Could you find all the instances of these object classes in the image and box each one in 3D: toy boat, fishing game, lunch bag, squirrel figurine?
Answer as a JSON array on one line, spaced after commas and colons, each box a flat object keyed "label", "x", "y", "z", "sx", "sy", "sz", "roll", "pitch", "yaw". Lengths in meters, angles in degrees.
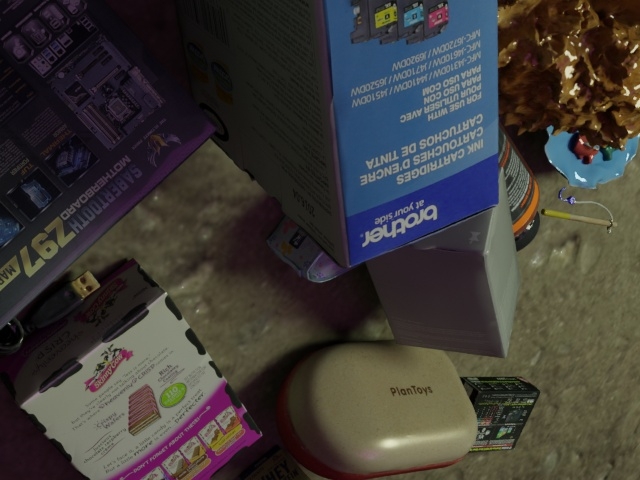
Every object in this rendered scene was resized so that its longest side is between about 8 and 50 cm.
[{"label": "toy boat", "x": 0.047, "y": 0.199, "z": 1.239, "sx": 0.231, "sy": 0.151, "sz": 0.151, "roll": 2, "pitch": 144, "yaw": -39}, {"label": "fishing game", "x": 0.312, "y": -0.145, "z": 1.239, "sx": 0.189, "sy": 0.041, "sz": 0.264, "roll": 13, "pitch": 92, "yaw": -42}, {"label": "lunch bag", "x": 0.000, "y": 0.000, "z": 1.100, "sx": 0.083, "sy": 0.071, "sz": 0.053, "roll": -27, "pitch": 131, "yaw": -22}, {"label": "squirrel figurine", "x": 0.180, "y": -0.266, "z": 0.943, "sx": 0.370, "sy": 0.281, "sz": 0.397, "roll": 7, "pitch": 110, "yaw": -34}]

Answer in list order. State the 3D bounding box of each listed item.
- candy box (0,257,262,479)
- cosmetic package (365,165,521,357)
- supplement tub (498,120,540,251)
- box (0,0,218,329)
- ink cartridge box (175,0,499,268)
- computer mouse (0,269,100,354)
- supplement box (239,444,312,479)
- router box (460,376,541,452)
[{"label": "candy box", "x": -0.172, "y": 0.151, "z": 1.058, "sx": 0.159, "sy": 0.071, "sz": 0.233, "roll": -38, "pitch": 135, "yaw": -13}, {"label": "cosmetic package", "x": 0.123, "y": 0.022, "z": 1.119, "sx": 0.238, "sy": 0.127, "sz": 0.107, "roll": 71, "pitch": 31, "yaw": -57}, {"label": "supplement tub", "x": 0.160, "y": -0.062, "z": 1.164, "sx": 0.106, "sy": 0.106, "sz": 0.198, "roll": -48, "pitch": 135, "yaw": -4}, {"label": "box", "x": -0.220, "y": -0.072, "z": 0.829, "sx": 0.232, "sy": 0.059, "sz": 0.183, "roll": -44, "pitch": 102, "yaw": -7}, {"label": "ink cartridge box", "x": 0.001, "y": -0.168, "z": 0.852, "sx": 0.151, "sy": 0.270, "sz": 0.395, "roll": -20, "pitch": 128, "yaw": -21}, {"label": "computer mouse", "x": -0.217, "y": -0.016, "z": 0.924, "sx": 0.262, "sy": 0.060, "sz": 0.184, "roll": -44, "pitch": 134, "yaw": -7}, {"label": "supplement box", "x": -0.033, "y": 0.286, "z": 1.247, "sx": 0.056, "sy": 0.083, "sz": 0.083, "roll": -39, "pitch": 133, "yaw": -14}, {"label": "router box", "x": 0.212, "y": 0.220, "z": 1.433, "sx": 0.122, "sy": 0.038, "sz": 0.092, "roll": 7, "pitch": 112, "yaw": -41}]
